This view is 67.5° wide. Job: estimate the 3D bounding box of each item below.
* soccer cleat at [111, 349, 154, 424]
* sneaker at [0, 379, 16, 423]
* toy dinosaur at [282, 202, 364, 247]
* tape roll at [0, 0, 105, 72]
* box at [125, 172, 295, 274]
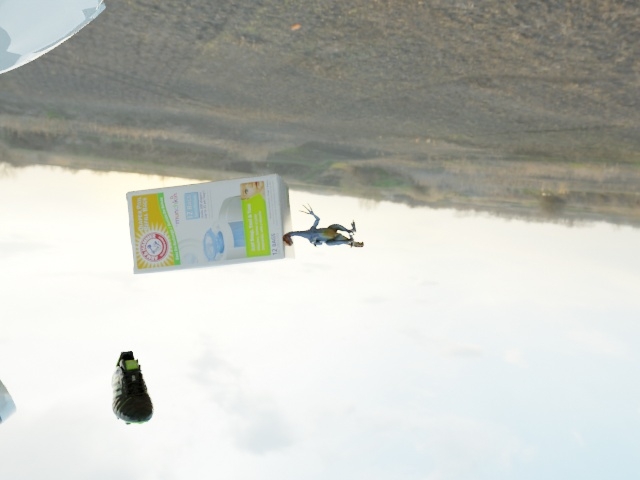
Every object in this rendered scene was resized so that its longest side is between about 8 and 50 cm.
[{"bbox_3d":[-0.317,0.242,0.797,0.060,0.072,0.179,3,-170,-32],"label":"soccer cleat"},{"bbox_3d":[-0.475,0.202,0.562,0.321,0.126,0.127,-21,-166,45],"label":"sneaker"},{"bbox_3d":[0.000,0.000,0.564,0.082,0.047,0.090,-8,144,21],"label":"toy dinosaur"},{"bbox_3d":[-0.237,-0.191,0.202,0.246,0.169,0.246,-23,-179,0],"label":"tape roll"},{"bbox_3d":[-0.144,-0.018,0.656,0.203,0.114,0.103,-6,177,4],"label":"box"}]
